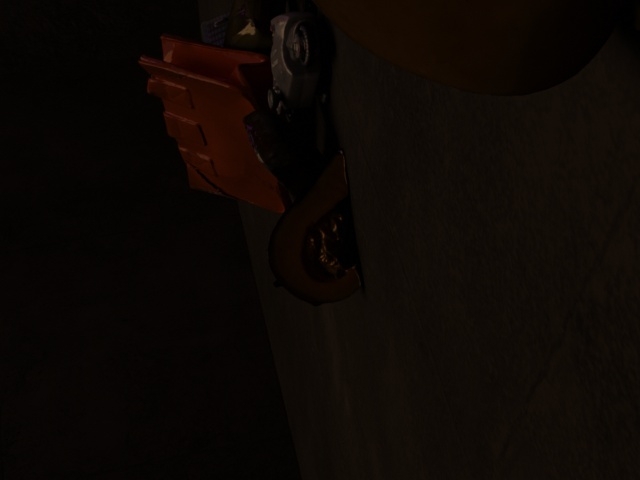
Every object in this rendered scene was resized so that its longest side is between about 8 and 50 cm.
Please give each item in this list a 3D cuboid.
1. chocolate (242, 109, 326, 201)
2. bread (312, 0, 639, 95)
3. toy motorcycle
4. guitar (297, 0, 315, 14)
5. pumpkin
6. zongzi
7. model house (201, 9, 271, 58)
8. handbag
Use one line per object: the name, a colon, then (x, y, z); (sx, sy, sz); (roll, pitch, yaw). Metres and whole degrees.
chocolate: (-0.047, -0.157, 1.843); (0.254, 0.080, 0.156); (45, -162, -52)
bread: (0.081, -0.315, 0.612); (0.376, 0.253, 0.347); (100, 162, -59)
toy motorcycle: (-0.048, -0.336, 1.783); (0.260, 0.110, 0.170); (110, 151, -63)
guitar: (-0.045, -0.513, 1.829); (0.088, 0.025, 0.233); (93, 165, -49)
pumpkin: (-0.026, -0.023, 1.791); (0.111, 0.163, 0.278); (-151, 54, -80)
zongzi: (-0.148, -0.445, 2.040); (0.256, 0.115, 0.228); (131, 147, -56)
model house: (-0.179, -0.379, 2.227); (0.215, 0.199, 0.224); (107, 154, -61)
handbag: (-0.195, -0.240, 2.068); (0.116, 0.304, 0.410); (-57, -28, -28)
